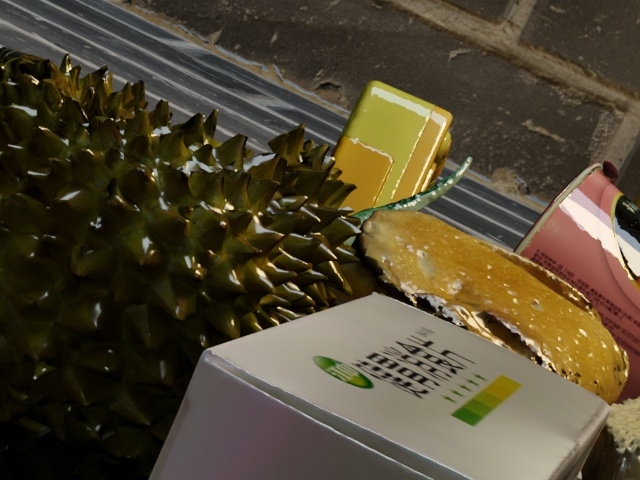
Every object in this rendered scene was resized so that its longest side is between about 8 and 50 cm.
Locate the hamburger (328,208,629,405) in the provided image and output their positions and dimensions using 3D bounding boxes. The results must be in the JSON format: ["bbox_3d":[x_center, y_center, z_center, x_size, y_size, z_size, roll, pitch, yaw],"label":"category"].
[{"bbox_3d":[0.099,0.095,1.428,0.244,0.163,0.244,26,18,-9],"label":"hamburger"}]

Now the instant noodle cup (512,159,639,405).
[{"bbox_3d":[0.280,0.094,1.790,0.255,0.244,0.244,36,11,13],"label":"instant noodle cup"}]

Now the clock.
[{"bbox_3d":[0.039,-0.027,1.765,0.096,0.202,0.143,26,-28,1],"label":"clock"}]

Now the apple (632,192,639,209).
[{"bbox_3d":[0.490,0.064,2.009,0.400,0.333,0.400,37,10,-8],"label":"apple"}]

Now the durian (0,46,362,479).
[{"bbox_3d":[-0.105,0.029,1.061,0.258,0.258,0.293,30,0,30],"label":"durian"}]

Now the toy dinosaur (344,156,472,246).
[{"bbox_3d":[0.029,0.039,1.589,0.383,0.076,0.129,-20,73,-50],"label":"toy dinosaur"}]

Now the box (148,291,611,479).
[{"bbox_3d":[0.021,0.137,0.891,0.145,0.173,0.333,27,9,11],"label":"box"}]

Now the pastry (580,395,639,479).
[{"bbox_3d":[0.241,0.173,1.464,0.089,0.122,0.258,10,11,0],"label":"pastry"}]
